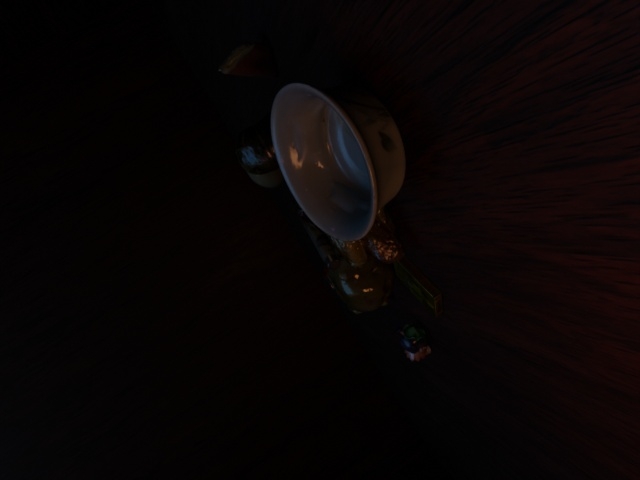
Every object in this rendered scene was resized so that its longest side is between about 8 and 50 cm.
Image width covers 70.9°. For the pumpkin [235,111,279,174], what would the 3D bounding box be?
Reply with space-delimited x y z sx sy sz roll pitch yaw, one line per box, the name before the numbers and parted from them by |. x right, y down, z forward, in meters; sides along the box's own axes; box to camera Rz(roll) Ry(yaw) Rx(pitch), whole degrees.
pumpkin | -0.150 -0.307 1.458 0.189 0.260 0.260 58 171 -15

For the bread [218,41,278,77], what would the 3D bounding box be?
bread | -0.202 -0.549 1.364 0.067 0.192 0.119 58 135 27

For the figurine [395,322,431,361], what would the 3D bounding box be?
figurine | 0.348 0.381 1.649 0.111 0.102 0.195 45 164 42

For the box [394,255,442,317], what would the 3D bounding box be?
box | 0.289 0.130 1.341 0.193 0.030 0.121 51 169 39

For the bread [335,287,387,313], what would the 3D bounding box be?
bread | 0.166 0.200 1.789 0.197 0.170 0.197 60 -177 -6

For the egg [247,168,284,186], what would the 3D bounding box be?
egg | -0.239 -0.336 2.020 0.189 0.188 0.254 52 173 28

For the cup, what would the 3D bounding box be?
cup | 0.054 -0.187 0.964 0.347 0.163 0.347 43 150 32

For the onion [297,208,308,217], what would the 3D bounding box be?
onion | -0.050 -0.130 1.994 0.115 0.104 0.115 166 90 -83

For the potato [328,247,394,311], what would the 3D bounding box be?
potato | 0.133 0.097 1.562 0.218 0.202 0.351 47 -171 -22

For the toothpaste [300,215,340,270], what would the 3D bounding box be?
toothpaste | 0.000 0.000 1.269 0.039 0.062 0.239 -66 31 26

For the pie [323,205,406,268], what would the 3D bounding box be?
pie | 0.057 -0.105 1.316 0.395 0.180 0.418 58 177 -15

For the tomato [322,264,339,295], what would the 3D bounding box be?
tomato | 0.100 0.159 2.040 0.187 0.151 0.187 49 167 15
